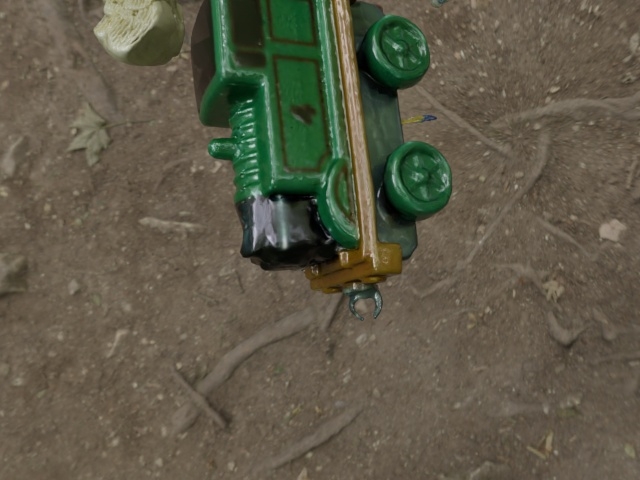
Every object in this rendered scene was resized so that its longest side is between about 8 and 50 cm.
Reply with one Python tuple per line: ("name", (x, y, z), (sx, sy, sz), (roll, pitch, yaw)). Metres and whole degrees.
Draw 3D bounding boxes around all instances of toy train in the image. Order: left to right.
("toy train", (-0.011, -0.122, 0.580), (0.178, 0.249, 0.429), (154, 113, -63))

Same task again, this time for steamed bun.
("steamed bun", (-0.537, -0.662, 1.565), (0.276, 0.203, 0.289), (-41, 67, 2))

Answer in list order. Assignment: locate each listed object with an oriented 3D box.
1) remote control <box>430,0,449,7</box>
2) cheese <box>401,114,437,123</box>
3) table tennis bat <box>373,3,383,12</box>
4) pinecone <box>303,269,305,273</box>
("remote control", (0.368, -0.788, 1.592), (0.074, 0.122, 0.032), (-34, 47, 1))
("cheese", (0.215, -0.357, 1.566), (0.270, 0.177, 0.069), (-9, 108, 3))
("table tennis bat", (0.104, -0.611, 1.753), (0.051, 0.268, 0.414), (30, 89, 5))
("pinecone", (0.000, 0.002, 1.322), (0.212, 0.185, 0.168), (1, 64, 50))
